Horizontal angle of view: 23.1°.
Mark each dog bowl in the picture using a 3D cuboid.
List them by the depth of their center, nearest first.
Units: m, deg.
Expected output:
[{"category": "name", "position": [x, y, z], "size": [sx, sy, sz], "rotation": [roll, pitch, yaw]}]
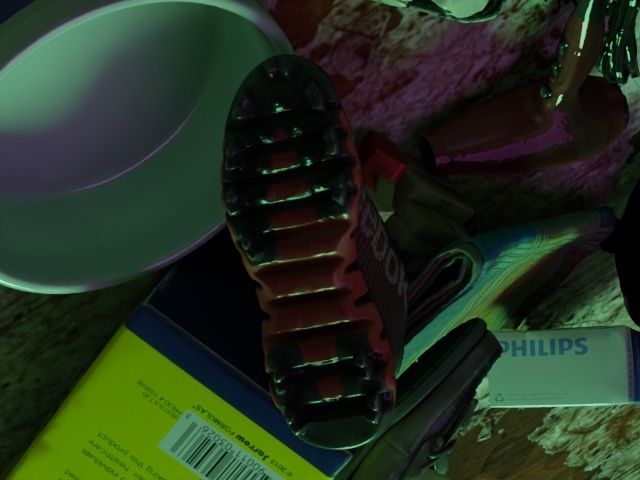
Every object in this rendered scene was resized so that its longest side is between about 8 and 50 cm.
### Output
[{"category": "dog bowl", "position": [-0.153, -0.093, 1.080], "size": [0.265, 0.104, 0.265], "rotation": [-22, 143, -18]}]

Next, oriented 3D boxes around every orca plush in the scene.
[{"category": "orca plush", "position": [0.358, 0.000, 1.541], "size": [0.151, 0.102, 0.287], "rotation": [23, 131, -1]}]

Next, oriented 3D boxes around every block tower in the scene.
[{"category": "block tower", "position": [-0.007, 0.072, 1.400], "size": [0.335, 0.091, 0.097], "rotation": [-48, 142, 16]}]

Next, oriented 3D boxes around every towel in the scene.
[{"category": "towel", "position": [0.130, 0.080, 1.457], "size": [0.271, 0.040, 0.370], "rotation": [-49, 162, 24]}]

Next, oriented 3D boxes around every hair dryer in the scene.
[{"category": "hair dryer", "position": [0.206, -0.147, 1.326], "size": [0.293, 0.080, 0.223], "rotation": [-38, 141, 16]}]

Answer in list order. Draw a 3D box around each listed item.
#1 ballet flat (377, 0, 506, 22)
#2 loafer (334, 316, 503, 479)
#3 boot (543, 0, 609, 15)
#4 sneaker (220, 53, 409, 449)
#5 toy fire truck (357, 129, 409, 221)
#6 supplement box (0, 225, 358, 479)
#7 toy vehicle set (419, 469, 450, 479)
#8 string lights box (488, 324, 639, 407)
[{"category": "ballet flat", "position": [0.071, -0.200, 1.174], "size": [0.188, 0.070, 0.070], "rotation": [1, 131, -40]}, {"category": "loafer", "position": [0.062, 0.182, 1.290], "size": [0.267, 0.084, 0.096], "rotation": [-45, -175, -7]}, {"category": "boot", "position": [0.237, -0.236, 1.283], "size": [0.121, 0.045, 0.099], "rotation": [-45, 147, 24]}, {"category": "sneaker", "position": [0.000, 0.000, 1.096], "size": [0.098, 0.135, 0.276], "rotation": [-8, 106, 16]}, {"category": "toy fire truck", "position": [0.013, -0.047, 1.239], "size": [0.135, 0.192, 0.047], "rotation": [29, 112, -21]}, {"category": "supplement box", "position": [-0.133, 0.186, 1.265], "size": [0.356, 0.195, 0.194], "rotation": [-51, -175, 24]}, {"category": "toy vehicle set", "position": [0.026, 0.362, 1.806], "size": [0.166, 0.035, 0.267], "rotation": [-3, 134, -36]}, {"category": "string lights box", "position": [0.254, 0.127, 1.566], "size": [0.133, 0.076, 0.260], "rotation": [-3, 174, 17]}]
